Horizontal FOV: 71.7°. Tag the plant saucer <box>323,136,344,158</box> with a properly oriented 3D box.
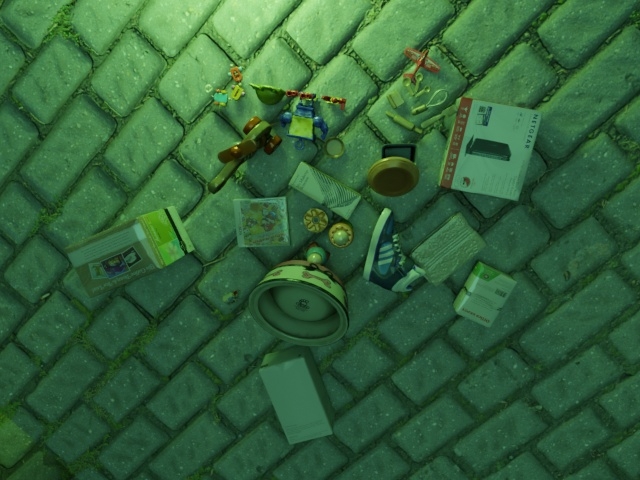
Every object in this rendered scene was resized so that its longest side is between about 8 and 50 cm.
[{"bbox_3d":[0.055,-0.368,1.755,0.083,0.015,0.084,1,104,5],"label":"plant saucer"}]

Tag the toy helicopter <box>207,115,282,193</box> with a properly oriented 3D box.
[{"bbox_3d":[-0.314,-0.311,1.694,0.140,0.235,0.355,42,104,-5],"label":"toy helicopter"}]

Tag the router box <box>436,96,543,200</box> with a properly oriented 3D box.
[{"bbox_3d":[0.629,-0.343,1.668,0.300,0.082,0.336,10,104,3],"label":"router box"}]

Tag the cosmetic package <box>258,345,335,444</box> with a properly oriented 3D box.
[{"bbox_3d":[-0.097,0.671,1.947,0.217,0.156,0.386,-16,100,9],"label":"cosmetic package"}]

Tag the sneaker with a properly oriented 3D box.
[{"bbox_3d":[0.315,0.050,1.754,0.236,0.130,0.323,17,110,12],"label":"sneaker"}]

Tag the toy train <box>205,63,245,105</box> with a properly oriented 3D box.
[{"bbox_3d":[-0.359,-0.599,1.731,0.166,0.046,0.125,-29,98,8],"label":"toy train"}]

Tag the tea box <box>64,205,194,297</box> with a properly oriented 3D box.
[{"bbox_3d":[-0.747,0.035,1.775,0.328,0.323,0.220,-21,100,10],"label":"tea box"}]

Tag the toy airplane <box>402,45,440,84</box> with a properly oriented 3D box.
[{"bbox_3d":[0.367,-0.648,1.650,0.151,0.028,0.151,2,103,8],"label":"toy airplane"}]

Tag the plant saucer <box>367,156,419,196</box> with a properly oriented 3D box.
[{"bbox_3d":[0.278,-0.233,1.695,0.199,0.037,0.200,4,142,3],"label":"plant saucer"}]

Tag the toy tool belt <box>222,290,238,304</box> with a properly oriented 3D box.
[{"bbox_3d":[-0.384,0.253,1.936,0.083,0.052,0.051,-26,131,14],"label":"toy tool belt"}]

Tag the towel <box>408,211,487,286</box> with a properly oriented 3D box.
[{"bbox_3d":[0.508,0.040,1.789,0.282,0.049,0.187,-41,98,13],"label":"towel"}]

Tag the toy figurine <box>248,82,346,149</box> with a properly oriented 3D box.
[{"bbox_3d":[-0.097,-0.452,1.670,0.362,0.191,0.218,11,109,5],"label":"toy figurine"}]

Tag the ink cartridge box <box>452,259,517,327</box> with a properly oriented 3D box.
[{"bbox_3d":[0.659,0.216,1.790,0.160,0.092,0.220,25,105,0],"label":"ink cartridge box"}]

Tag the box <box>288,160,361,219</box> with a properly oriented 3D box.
[{"bbox_3d":[0.020,-0.200,1.758,0.275,0.094,0.113,29,104,-2],"label":"box"}]

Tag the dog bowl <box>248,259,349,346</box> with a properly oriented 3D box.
[{"bbox_3d":[-0.073,0.245,1.771,0.407,0.151,0.408,9,134,10],"label":"dog bowl"}]

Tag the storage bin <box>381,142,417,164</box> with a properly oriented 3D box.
[{"bbox_3d":[0.301,-0.324,1.702,0.135,0.091,0.099,0,103,7],"label":"storage bin"}]

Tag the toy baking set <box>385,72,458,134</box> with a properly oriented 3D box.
[{"bbox_3d":[0.367,-0.499,1.647,0.256,0.030,0.197,38,120,10],"label":"toy baking set"}]

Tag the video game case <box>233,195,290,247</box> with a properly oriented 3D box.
[{"bbox_3d":[-0.244,-0.076,1.850,0.226,0.026,0.207,-3,103,6],"label":"video game case"}]

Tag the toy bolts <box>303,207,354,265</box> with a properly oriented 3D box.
[{"bbox_3d":[0.000,0.000,1.774,0.218,0.158,0.229,32,104,-2],"label":"toy bolts"}]
